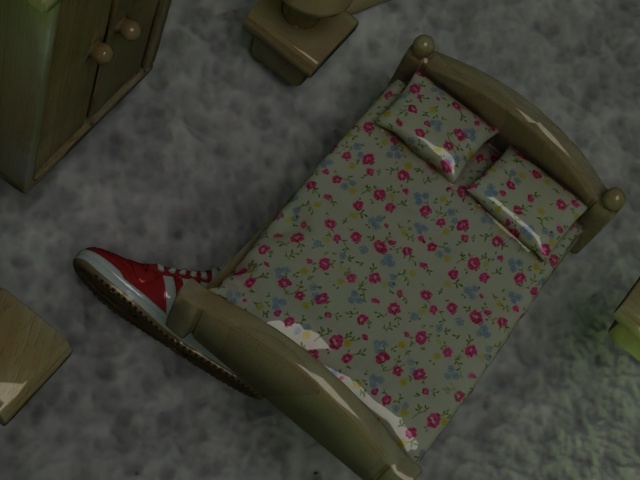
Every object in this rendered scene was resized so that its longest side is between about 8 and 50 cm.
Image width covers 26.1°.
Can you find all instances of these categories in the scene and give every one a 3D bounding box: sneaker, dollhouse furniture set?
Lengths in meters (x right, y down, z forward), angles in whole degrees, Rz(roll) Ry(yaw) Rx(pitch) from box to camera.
[{"bbox_3d":[-0.062,0.022,0.699,0.118,0.042,0.067,36,75,-14],"label":"sneaker"},{"bbox_3d":[0.000,0.000,0.603,0.355,0.174,0.303,38,61,5],"label":"dollhouse furniture set"}]

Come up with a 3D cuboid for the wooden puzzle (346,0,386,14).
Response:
[{"bbox_3d":[0.020,-0.166,0.769,0.116,0.014,0.078,-32,92,-20],"label":"wooden puzzle"}]
